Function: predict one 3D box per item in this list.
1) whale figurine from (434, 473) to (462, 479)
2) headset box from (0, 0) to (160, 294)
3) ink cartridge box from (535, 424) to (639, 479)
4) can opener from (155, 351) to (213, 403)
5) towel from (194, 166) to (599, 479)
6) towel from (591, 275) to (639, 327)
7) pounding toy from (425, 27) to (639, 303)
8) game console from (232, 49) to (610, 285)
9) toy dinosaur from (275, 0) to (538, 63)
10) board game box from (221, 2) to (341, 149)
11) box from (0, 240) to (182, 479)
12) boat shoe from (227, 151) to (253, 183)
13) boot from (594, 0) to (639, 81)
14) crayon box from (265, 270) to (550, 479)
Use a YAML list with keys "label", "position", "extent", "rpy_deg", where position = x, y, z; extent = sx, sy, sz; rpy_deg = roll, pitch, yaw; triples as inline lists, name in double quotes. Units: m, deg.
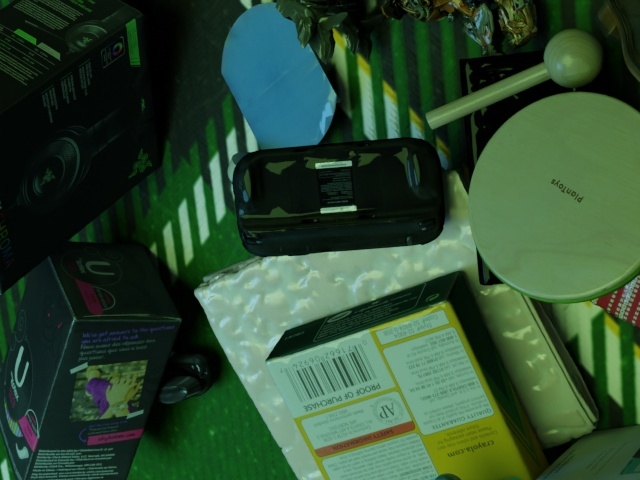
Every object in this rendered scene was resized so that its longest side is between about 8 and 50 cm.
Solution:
- label: "whale figurine"
  position: [0.175, 0.328, 1.132]
  extent: [0.272, 0.141, 0.216]
  rpy_deg: [39, 126, 21]
- label: "headset box"
  position: [-0.315, -0.127, 1.459]
  extent: [0.131, 0.283, 0.246]
  rpy_deg: [31, 144, 24]
- label: "ink cartridge box"
  position: [0.357, 0.285, 1.202]
  extent: [0.270, 0.197, 0.198]
  rpy_deg: [-15, 96, 38]
- label: "can opener"
  position: [-0.201, 0.169, 1.646]
  extent: [0.186, 0.073, 0.059]
  rpy_deg: [-4, 96, 49]
- label: "towel"
  position: [0.074, 0.116, 1.357]
  extent: [0.331, 0.053, 0.317]
  rpy_deg: [-24, 103, 23]
- label: "towel"
  position: [0.360, 0.011, 1.213]
  extent: [0.274, 0.031, 0.199]
  rpy_deg: [28, 120, 25]
- label: "pounding toy"
  position: [0.224, -0.049, 1.153]
  extent: [0.183, 0.110, 0.237]
  rpy_deg: [-32, 62, 20]
- label: "game console"
  position: [0.095, -0.061, 1.226]
  extent: [0.361, 0.044, 0.213]
  rpy_deg: [-5, 96, 7]
- label: "toy dinosaur"
  position: [0.068, -0.289, 1.273]
  extent: [0.218, 0.164, 0.322]
  rpy_deg: [-44, 60, 22]
- label: "board game box"
  position: [-0.039, -0.176, 1.430]
  extent: [0.133, 0.033, 0.169]
  rpy_deg: [-35, 79, 43]
- label: "box"
  position: [-0.294, 0.154, 1.609]
  extent: [0.165, 0.143, 0.270]
  rpy_deg: [54, 131, 46]
- label: "boat shoe"
  position: [0.000, 0.000, 1.427]
  extent: [0.267, 0.096, 0.088]
  rpy_deg: [32, 117, 13]
- label: "boot"
  position: [0.313, -0.179, 1.100]
  extent: [0.106, 0.082, 0.219]
  rpy_deg: [-55, 34, 26]
- label: "crayon box"
  position: [0.107, 0.213, 1.313]
  extent: [0.203, 0.083, 0.323]
  rpy_deg: [-20, 104, 22]
